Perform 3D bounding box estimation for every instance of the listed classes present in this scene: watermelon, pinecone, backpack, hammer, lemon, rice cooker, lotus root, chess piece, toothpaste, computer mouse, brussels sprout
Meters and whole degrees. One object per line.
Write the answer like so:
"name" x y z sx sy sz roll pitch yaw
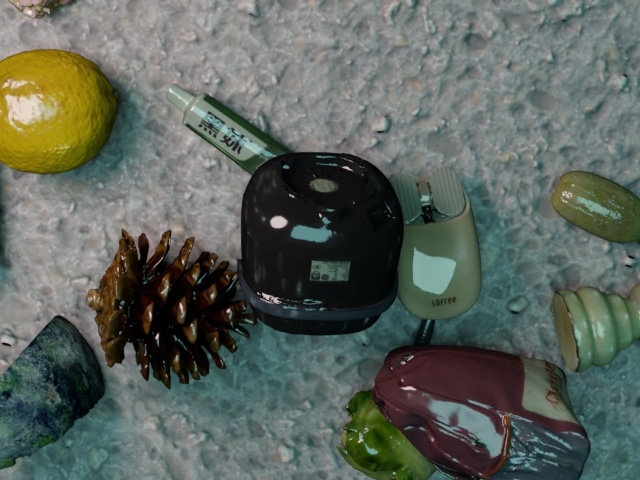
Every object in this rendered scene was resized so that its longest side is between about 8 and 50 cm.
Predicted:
"watermelon" -0.461 0.269 1.688 0.148 0.318 0.226 44 137 -7
"pinecone" -0.229 0.113 1.649 0.264 0.264 0.264 0 96 2
"backpack" 0.231 0.267 1.632 0.317 0.283 0.197 14 101 0
"hammer" 0.170 0.136 1.748 0.103 0.029 0.246 18 98 -1
"lemon" -0.419 -0.197 1.645 0.231 0.192 0.192 -9 96 -13
"rice cooker" 0.000 0.000 1.589 0.267 0.267 0.224 8 123 1
"lotus root" 0.454 -0.046 1.692 0.183 0.077 0.090 29 97 0
"chess piece" 0.500 0.122 1.691 0.243 0.133 0.133 -11 96 -1
"toothpaste" -0.083 -0.124 1.707 0.392 0.061 0.098 36 111 -5
"computer mouse" 0.175 0.006 1.682 0.145 0.082 0.236 -7 81 2
"brussels sprout" 0.113 0.324 1.740 0.181 0.100 0.139 36 77 8

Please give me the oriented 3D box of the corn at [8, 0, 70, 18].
"corn" -0.526 -0.478 1.660 0.335 0.126 0.126 44 96 -7
